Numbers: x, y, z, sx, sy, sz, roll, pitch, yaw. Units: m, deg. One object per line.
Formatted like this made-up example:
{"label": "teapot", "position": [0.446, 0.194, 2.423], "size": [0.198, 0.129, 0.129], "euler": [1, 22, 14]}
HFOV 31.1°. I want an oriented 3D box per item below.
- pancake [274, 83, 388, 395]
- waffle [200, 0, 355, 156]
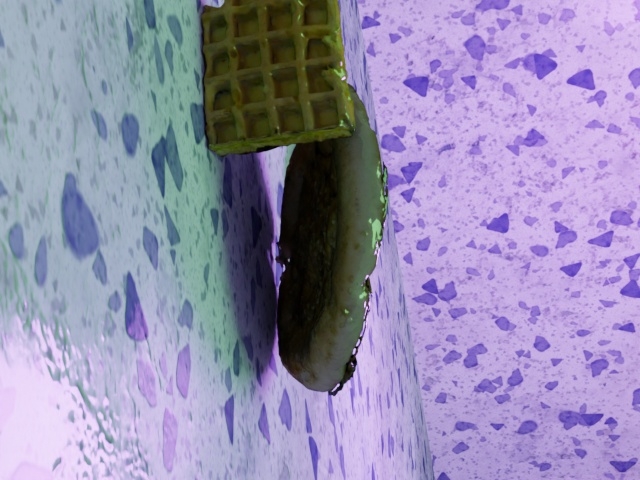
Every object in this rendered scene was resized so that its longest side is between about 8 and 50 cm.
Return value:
{"label": "pancake", "position": [0.001, 0.000, 1.403], "size": [0.382, 0.071, 0.382], "euler": [-176, -90, -76]}
{"label": "waffle", "position": [-0.049, -0.207, 1.257], "size": [0.055, 0.161, 0.210], "euler": [38, 46, -72]}
